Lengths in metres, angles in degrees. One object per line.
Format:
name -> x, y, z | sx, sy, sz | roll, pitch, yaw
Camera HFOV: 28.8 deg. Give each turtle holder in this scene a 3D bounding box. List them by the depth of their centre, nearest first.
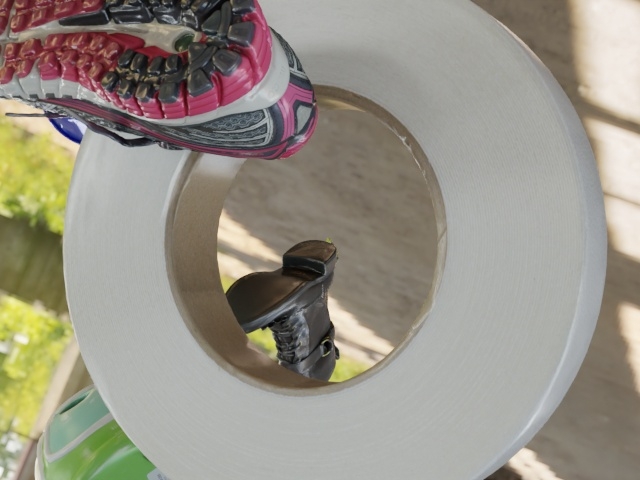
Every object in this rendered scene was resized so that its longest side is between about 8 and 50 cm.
turtle holder -> -0.313, 0.351, 1.814 | 0.227, 0.320, 0.243 | 40, -174, 40

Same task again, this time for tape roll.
tape roll -> 0.000, 0.000, 0.856 | 0.392, 0.392, 0.072 | 18, -175, 24

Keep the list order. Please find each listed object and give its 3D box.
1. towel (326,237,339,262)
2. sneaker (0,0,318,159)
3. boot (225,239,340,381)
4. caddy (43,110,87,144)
towel -> 0.007, 0.034, 1.959 | 0.009, 0.060, 0.083 | 26, -162, -18
sneaker -> -0.135, -0.112, 0.799 | 0.299, 0.121, 0.112 | 22, 167, 38
boot -> -0.042, 0.142, 1.745 | 0.091, 0.229, 0.263 | 16, -150, 30
caddy -> -0.287, -0.257, 1.954 | 0.341, 0.241, 0.179 | 14, 168, 5
